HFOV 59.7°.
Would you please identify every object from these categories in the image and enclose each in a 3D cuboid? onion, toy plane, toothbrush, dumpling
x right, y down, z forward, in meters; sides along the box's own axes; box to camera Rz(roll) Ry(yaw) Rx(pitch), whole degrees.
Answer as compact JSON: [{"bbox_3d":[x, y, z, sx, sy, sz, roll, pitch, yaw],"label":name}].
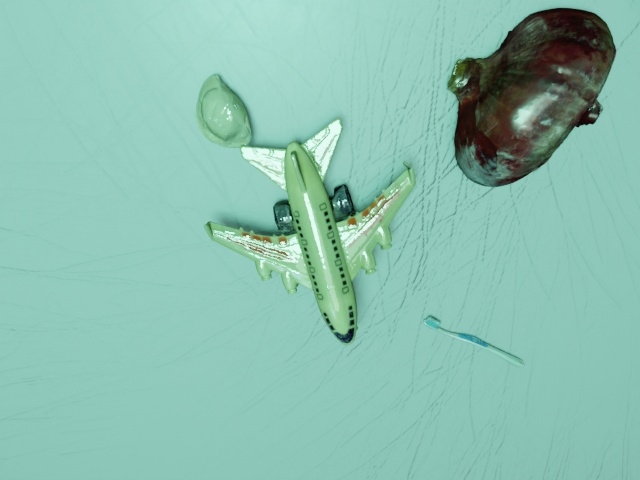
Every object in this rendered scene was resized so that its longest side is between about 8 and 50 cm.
[{"bbox_3d":[0.216,-0.146,0.584,0.151,0.098,0.206,20,113,-12],"label":"onion"},{"bbox_3d":[0.000,0.000,0.644,0.242,0.104,0.256,-15,114,3],"label":"toy plane"},{"bbox_3d":[0.210,0.140,0.761,0.162,0.014,0.017,27,130,-13],"label":"toothbrush"},{"bbox_3d":[-0.111,-0.136,0.615,0.059,0.043,0.077,-22,122,26],"label":"dumpling"}]
